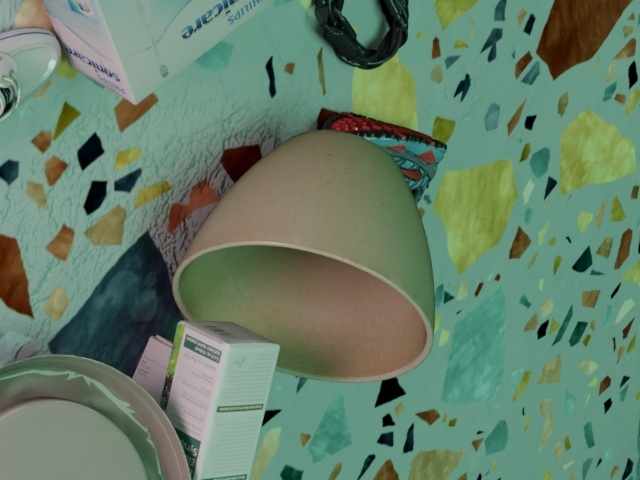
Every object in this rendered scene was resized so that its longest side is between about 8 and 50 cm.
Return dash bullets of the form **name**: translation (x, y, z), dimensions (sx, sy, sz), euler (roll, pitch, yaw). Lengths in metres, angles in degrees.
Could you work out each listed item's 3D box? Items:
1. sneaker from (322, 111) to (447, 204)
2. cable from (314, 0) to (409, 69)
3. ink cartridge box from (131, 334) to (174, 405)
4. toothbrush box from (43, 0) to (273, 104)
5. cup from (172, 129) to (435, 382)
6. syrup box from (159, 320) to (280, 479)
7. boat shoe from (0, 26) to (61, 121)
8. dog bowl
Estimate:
- **sneaker**: translation (0.087, -0.102, 1.922), dimensions (0.262, 0.104, 0.125), euler (8, 103, -52)
- **cable**: translation (0.063, -0.315, 1.840), dimensions (0.184, 0.047, 0.150), euler (34, 76, -50)
- **ink cartridge box**: translation (-0.187, 0.251, 1.768), dimensions (0.160, 0.092, 0.219), euler (25, 88, -52)
- **toothbrush box**: translation (-0.188, -0.326, 1.399), dimensions (0.216, 0.126, 0.295), euler (-42, 141, -22)
- **cup**: translation (0.000, 0.000, 1.735), dimensions (0.331, 0.331, 0.237), euler (56, 40, -48)
- **syrup box**: translation (-0.137, 0.224, 1.664), dimensions (0.096, 0.093, 0.237), euler (5, 103, -48)
- **boat shoe**: translation (-0.344, -0.147, 1.392), dimensions (0.226, 0.076, 0.083), euler (-39, 134, -33)
- **dog bowl**: translation (-0.315, 0.306, 1.525), dimensions (0.349, 0.102, 0.349), euler (9, 75, -36)
